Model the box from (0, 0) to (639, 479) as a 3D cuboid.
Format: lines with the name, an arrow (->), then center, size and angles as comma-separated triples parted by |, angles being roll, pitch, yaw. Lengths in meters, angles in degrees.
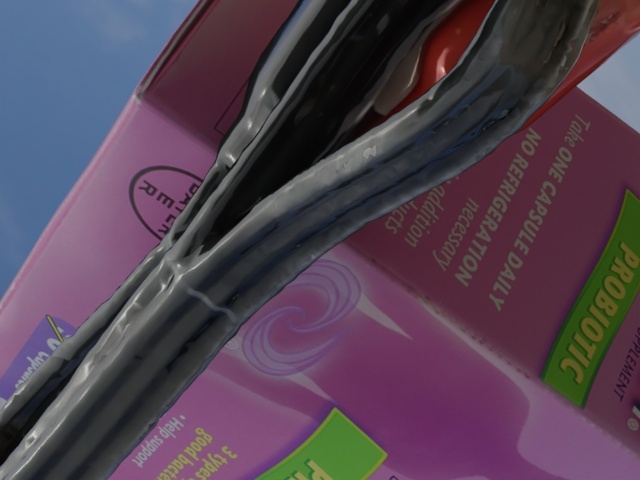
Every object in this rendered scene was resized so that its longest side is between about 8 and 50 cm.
box -> 0.021, 0.041, 0.582 | 0.243, 0.213, 0.117 | 35, -129, -7

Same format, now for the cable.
cable -> 0.000, 0.000, 0.438 | 0.072, 0.287, 0.139 | 30, -164, -20
